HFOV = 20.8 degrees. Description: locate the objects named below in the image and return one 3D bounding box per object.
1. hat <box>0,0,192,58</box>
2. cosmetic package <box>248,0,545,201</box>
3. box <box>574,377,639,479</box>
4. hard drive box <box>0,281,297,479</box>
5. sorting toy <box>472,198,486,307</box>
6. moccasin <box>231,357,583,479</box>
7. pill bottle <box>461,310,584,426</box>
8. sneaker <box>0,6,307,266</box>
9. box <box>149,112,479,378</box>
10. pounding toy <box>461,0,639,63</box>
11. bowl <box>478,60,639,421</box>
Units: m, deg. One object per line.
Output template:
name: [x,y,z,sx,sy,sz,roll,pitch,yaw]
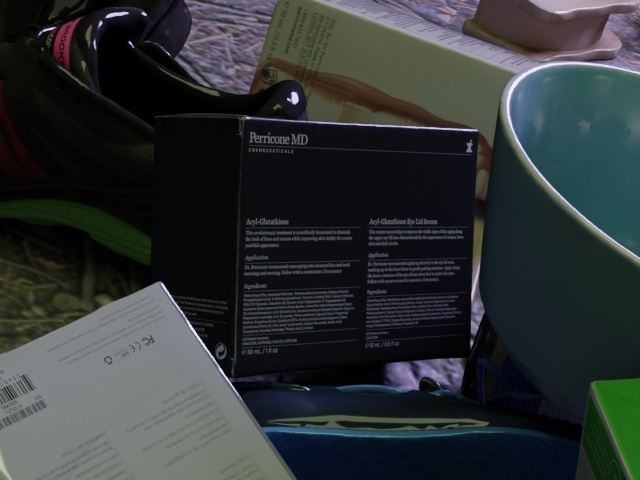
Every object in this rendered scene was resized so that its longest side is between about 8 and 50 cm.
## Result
hat: [-0.202,-0.230,1.665,0.134,0.331,0.331,39,12,-41]
cosmetic package: [0.097,-0.138,1.667,0.296,0.129,0.153,21,14,13]
box: [0.295,0.207,1.095,0.261,0.231,0.127,-4,36,-7]
hard drive box: [-0.116,0.167,1.065,0.181,0.089,0.232,-25,75,-40]
sorting toy: [0.093,-0.004,1.566,0.307,0.041,0.229,16,32,3]
moccasin: [0.078,0.141,1.244,0.342,0.138,0.117,12,27,-6]
pill bottle: [0.231,0.106,1.372,0.219,0.123,0.123,21,32,10]
sneaker: [-0.226,-0.112,1.442,0.482,0.202,0.185,11,31,3]
box: [0.000,0.000,1.322,0.103,0.184,0.261,8,6,44]
pounding toy: [0.294,-0.308,2.017,0.269,0.155,0.154,-13,45,-37]
bowl: [0.236,0.027,1.216,0.311,0.163,0.311,18,30,-11]
